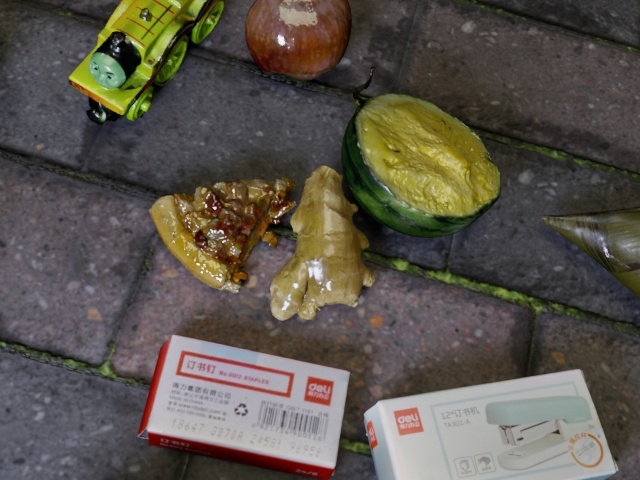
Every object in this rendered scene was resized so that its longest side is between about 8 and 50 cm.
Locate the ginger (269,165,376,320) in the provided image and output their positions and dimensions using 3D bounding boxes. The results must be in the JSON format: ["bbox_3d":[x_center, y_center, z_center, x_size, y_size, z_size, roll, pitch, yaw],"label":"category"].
[{"bbox_3d":[0.011,0.009,1.115,0.115,0.081,0.206,10,79,23],"label":"ginger"}]

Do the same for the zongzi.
[{"bbox_3d":[0.443,0.074,1.148,0.299,0.138,0.286,0,69,6],"label":"zongzi"}]

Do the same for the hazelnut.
[{"bbox_3d":[-0.030,-0.300,1.259,0.154,0.143,0.143,-7,63,-11],"label":"hazelnut"}]

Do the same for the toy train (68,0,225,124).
[{"bbox_3d":[-0.225,-0.287,1.207,0.100,0.160,0.296,31,61,0],"label":"toy train"}]

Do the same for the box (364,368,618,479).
[{"bbox_3d":[0.192,0.240,1.031,0.269,0.079,0.135,-6,62,-13],"label":"box"}]

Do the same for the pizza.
[{"bbox_3d":[-0.105,-0.032,1.136,0.194,0.069,0.154,-36,73,-25],"label":"pizza"}]

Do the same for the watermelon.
[{"bbox_3d":[0.114,-0.090,1.168,0.232,0.127,0.204,31,47,0],"label":"watermelon"}]

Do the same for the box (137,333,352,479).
[{"bbox_3d":[-0.086,0.191,1.029,0.229,0.050,0.123,11,59,-3],"label":"box"}]
